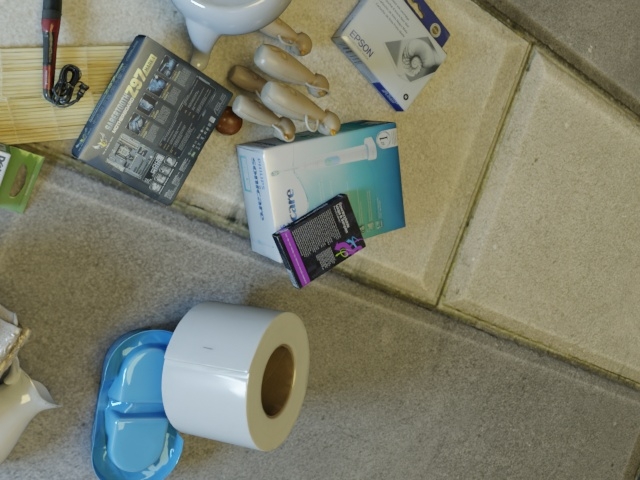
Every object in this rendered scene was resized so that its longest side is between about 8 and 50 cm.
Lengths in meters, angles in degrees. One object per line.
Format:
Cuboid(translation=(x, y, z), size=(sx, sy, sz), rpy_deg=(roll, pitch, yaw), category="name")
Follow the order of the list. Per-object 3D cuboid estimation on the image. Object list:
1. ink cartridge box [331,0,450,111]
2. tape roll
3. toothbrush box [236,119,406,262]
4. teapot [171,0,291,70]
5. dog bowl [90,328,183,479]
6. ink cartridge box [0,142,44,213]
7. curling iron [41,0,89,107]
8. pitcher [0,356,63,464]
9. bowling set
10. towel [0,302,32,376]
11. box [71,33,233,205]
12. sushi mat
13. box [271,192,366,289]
Cuboid(translation=(0.163, -0.421, 1.496), size=(0.223, 0.045, 0.224), rpy_deg=(41, 77, -29), category="ink cartridge box")
Cuboid(translation=(-0.145, 0.237, 1.298), size=(0.246, 0.169, 0.246), rpy_deg=(5, 90, -66), category="tape roll")
Cuboid(translation=(0.006, -0.103, 1.412), size=(0.295, 0.126, 0.217), rpy_deg=(-17, 108, -28), category="toothbrush box")
Cuboid(translation=(-0.146, -0.459, 1.231), size=(0.255, 0.187, 0.253), rpy_deg=(-19, 87, -2), category="teapot")
Cuboid(translation=(-0.328, 0.298, 1.316), size=(0.165, 0.074, 0.298), rpy_deg=(8, 94, -32), category="dog bowl")
Cuboid(translation=(-0.541, -0.105, 1.109), size=(0.209, 0.062, 0.109), rpy_deg=(18, 103, -32), category="ink cartridge box")
Cuboid(translation=(-0.415, -0.345, 1.159), size=(0.068, 0.035, 0.274), rpy_deg=(-5, 90, -33), category="curling iron")
Cuboid(translation=(-0.540, 0.278, 1.148), size=(0.207, 0.125, 0.178), rpy_deg=(-42, 135, -24), category="pitcher")
Cuboid(translation=(-0.087, -0.260, 1.328), size=(0.154, 0.200, 0.287), rpy_deg=(23, 43, -32), category="bowling set")
Cuboid(translation=(-0.574, 0.202, 1.092), size=(0.282, 0.187, 0.049), rpy_deg=(-59, 154, -9), category="towel")
Cuboid(translation=(-0.283, -0.201, 1.236), size=(0.183, 0.059, 0.233), rpy_deg=(29, 89, -35), category="box")
Cuboid(translation=(-0.439, -0.239, 1.184), size=(0.316, 0.019, 0.152), rpy_deg=(-10, 105, -28), category="sushi mat")
Cuboid(translation=(0.000, 0.000, 1.341), size=(0.162, 0.029, 0.116), rpy_deg=(-31, 116, -20), category="box")
